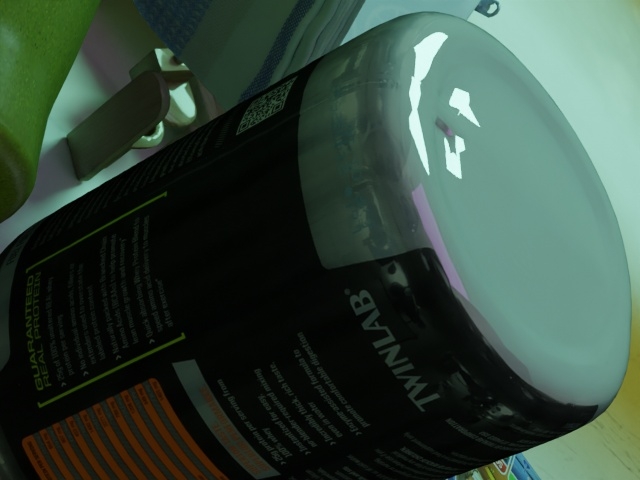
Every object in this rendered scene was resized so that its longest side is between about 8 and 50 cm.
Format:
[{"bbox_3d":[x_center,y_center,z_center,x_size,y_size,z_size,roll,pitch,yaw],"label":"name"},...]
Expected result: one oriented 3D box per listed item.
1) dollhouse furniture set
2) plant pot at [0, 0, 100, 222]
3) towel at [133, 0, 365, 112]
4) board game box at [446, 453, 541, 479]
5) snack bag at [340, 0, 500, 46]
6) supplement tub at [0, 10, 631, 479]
[{"bbox_3d":[-0.061,-0.063,0.985,0.151,0.123,0.144,-6,73,-42],"label":"dollhouse furniture set"},{"bbox_3d":[-0.230,-0.194,0.706,0.366,0.366,0.353,25,61,-45],"label":"plant pot"},{"bbox_3d":[-0.073,-0.217,0.913,0.034,0.209,0.285,-18,61,-45],"label":"towel"},{"bbox_3d":[0.126,0.208,1.174,0.201,0.035,0.136,54,34,-16],"label":"board game box"},{"bbox_3d":[0.000,-0.265,1.106,0.323,0.037,0.342,36,65,-3],"label":"snack bag"},{"bbox_3d":[-0.033,0.045,0.781,0.207,0.338,0.207,34,43,-39],"label":"supplement tub"}]
